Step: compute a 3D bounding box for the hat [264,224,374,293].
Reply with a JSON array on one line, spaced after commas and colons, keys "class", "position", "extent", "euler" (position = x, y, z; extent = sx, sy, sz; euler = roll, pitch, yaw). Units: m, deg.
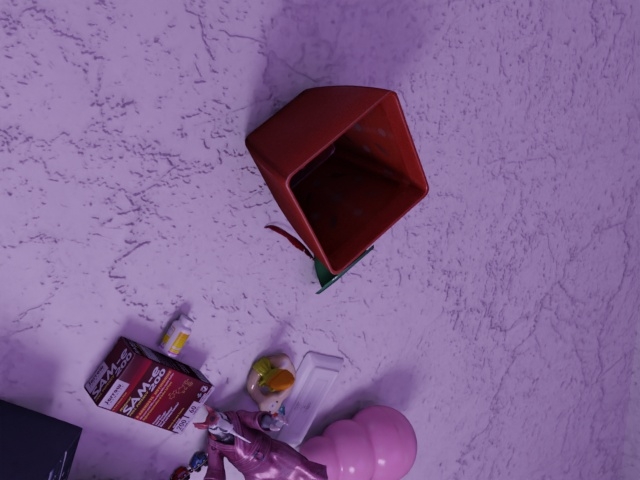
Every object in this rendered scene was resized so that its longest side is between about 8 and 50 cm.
[{"class": "hat", "position": [0.000, 0.000, 1.752], "extent": [0.173, 0.184, 0.208], "euler": [-40, 177, -7]}]

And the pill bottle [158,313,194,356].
[{"class": "pill bottle", "position": [-0.293, 0.194, 1.596], "extent": [0.043, 0.043, 0.083], "euler": [29, 94, -47]}]

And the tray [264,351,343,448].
[{"class": "tray", "position": [-0.041, 0.410, 1.958], "extent": [0.145, 0.030, 0.271], "euler": [21, 100, -45]}]

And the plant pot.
[{"class": "plant pot", "position": [0.011, -0.148, 1.517], "extent": [0.267, 0.235, 0.267], "euler": [-41, 135, -14]}]

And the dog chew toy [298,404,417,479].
[{"class": "dog chew toy", "position": [0.088, 0.555, 2.045], "extent": [0.331, 0.206, 0.207], "euler": [-9, 120, -29]}]

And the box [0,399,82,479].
[{"class": "box", "position": [-0.572, 0.494, 1.300], "extent": [0.178, 0.343, 0.313], "euler": [19, 105, -2]}]

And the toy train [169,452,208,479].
[{"class": "toy train", "position": [-0.320, 0.539, 1.794], "extent": [0.158, 0.027, 0.036], "euler": [-34, 122, -20]}]

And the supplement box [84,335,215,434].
[{"class": "supplement box", "position": [-0.343, 0.300, 1.595], "extent": [0.130, 0.073, 0.239], "euler": [-55, 136, 0]}]

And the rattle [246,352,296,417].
[{"class": "rattle", "position": [-0.088, 0.373, 1.811], "extent": [0.130, 0.142, 0.200], "euler": [-20, 118, -45]}]

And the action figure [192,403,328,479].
[{"class": "action figure", "position": [-0.149, 0.478, 1.809], "extent": [0.248, 0.276, 0.370], "euler": [-42, 112, 0]}]
